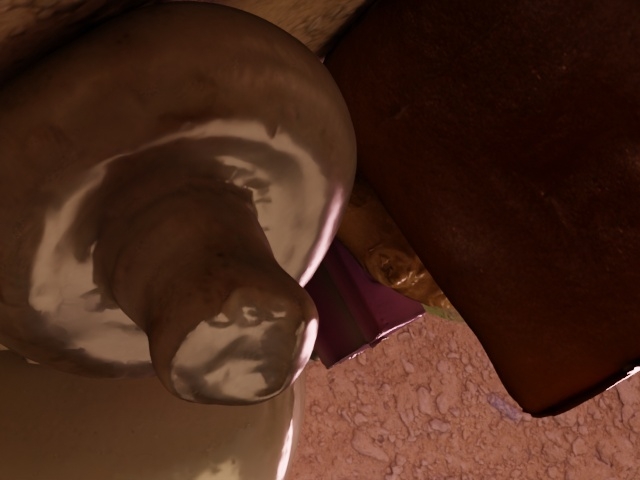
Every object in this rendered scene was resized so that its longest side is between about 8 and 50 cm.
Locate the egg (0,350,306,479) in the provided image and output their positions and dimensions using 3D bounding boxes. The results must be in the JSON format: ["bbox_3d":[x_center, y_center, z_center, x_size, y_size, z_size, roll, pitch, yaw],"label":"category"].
[{"bbox_3d":[-0.177,0.133,1.230,0.345,0.283,0.283,-15,168,-16],"label":"egg"}]

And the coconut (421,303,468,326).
[{"bbox_3d":[0.186,0.002,2.029,0.236,0.235,0.204,-30,-153,-8],"label":"coconut"}]

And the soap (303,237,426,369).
[{"bbox_3d":[0.000,0.000,1.322,0.065,0.203,0.122,-32,175,24],"label":"soap"}]

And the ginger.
[{"bbox_3d":[0.045,-0.024,1.258,0.334,0.147,0.081,28,130,-32],"label":"ginger"}]

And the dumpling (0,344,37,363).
[{"bbox_3d":[-0.201,0.015,1.020,0.136,0.118,0.199,-10,135,-29],"label":"dumpling"}]

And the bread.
[{"bbox_3d":[0.188,-0.074,1.102,0.143,0.333,0.323,-29,172,-45],"label":"bread"}]

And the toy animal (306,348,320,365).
[{"bbox_3d":[-0.119,0.118,1.970,0.251,0.125,0.127,-16,-158,9],"label":"toy animal"}]

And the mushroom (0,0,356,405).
[{"bbox_3d":[-0.078,0.000,0.867,0.244,0.243,0.243,-30,172,-5],"label":"mushroom"}]
